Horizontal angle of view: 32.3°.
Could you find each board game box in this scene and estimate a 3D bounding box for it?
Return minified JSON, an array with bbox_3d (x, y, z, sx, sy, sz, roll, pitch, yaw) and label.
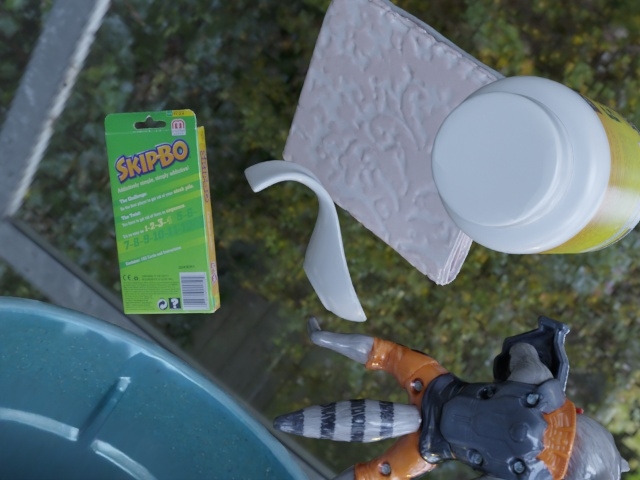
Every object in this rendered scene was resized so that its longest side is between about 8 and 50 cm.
[{"bbox_3d":[-0.201,-0.036,1.405,0.039,0.124,0.259,-48,135,-71],"label":"board game box"}]

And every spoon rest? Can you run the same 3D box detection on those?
[{"bbox_3d":[0.000,0.000,1.480,0.084,0.276,0.137,-31,-145,2],"label":"spoon rest"}]

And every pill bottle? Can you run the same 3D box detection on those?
[{"bbox_3d":[0.154,-0.049,0.767,0.117,0.117,0.215,-55,158,16],"label":"pill bottle"}]

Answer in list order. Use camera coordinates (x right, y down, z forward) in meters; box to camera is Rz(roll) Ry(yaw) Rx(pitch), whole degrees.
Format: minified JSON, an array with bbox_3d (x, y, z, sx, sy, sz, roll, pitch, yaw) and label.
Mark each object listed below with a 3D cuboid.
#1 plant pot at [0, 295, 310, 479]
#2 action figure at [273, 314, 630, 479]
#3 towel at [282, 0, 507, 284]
[{"bbox_3d":[-0.201,0.268,0.685,0.334,0.341,0.341,-51,171,19],"label":"plant pot"},{"bbox_3d":[0.132,0.230,1.091,0.178,0.330,0.341,34,59,-66],"label":"action figure"},{"bbox_3d":[0.104,-0.150,1.517,0.053,0.332,0.317,-22,142,-42],"label":"towel"}]
